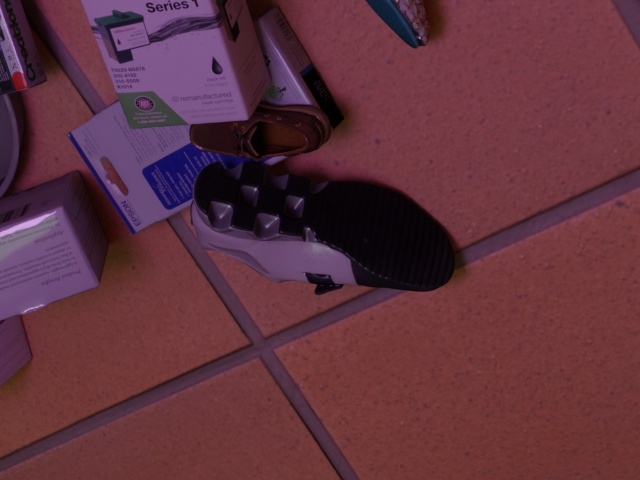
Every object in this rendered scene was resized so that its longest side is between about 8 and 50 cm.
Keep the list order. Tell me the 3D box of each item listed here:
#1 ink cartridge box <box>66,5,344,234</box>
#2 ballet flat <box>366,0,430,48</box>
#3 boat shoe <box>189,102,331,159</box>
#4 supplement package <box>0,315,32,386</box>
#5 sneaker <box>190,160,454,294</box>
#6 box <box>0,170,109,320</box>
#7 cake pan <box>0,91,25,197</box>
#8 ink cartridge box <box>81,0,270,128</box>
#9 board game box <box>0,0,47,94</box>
[{"bbox_3d":[-0.148,-0.144,1.591,0.333,0.065,0.165,-24,105,29],"label":"ink cartridge box"},{"bbox_3d":[0.050,-0.319,1.411,0.241,0.091,0.077,43,87,-11],"label":"ballet flat"},{"bbox_3d":[-0.079,-0.127,1.498,0.178,0.060,0.064,1,115,22],"label":"boat shoe"},{"bbox_3d":[-0.532,0.093,1.830,0.139,0.134,0.244,2,116,22],"label":"supplement package"},{"bbox_3d":[0.000,0.000,1.580,0.330,0.122,0.146,17,150,-1],"label":"sneaker"},{"bbox_3d":[-0.386,0.011,1.667,0.181,0.182,0.119,-19,108,1],"label":"box"},{"bbox_3d":[-0.526,-0.175,1.740,0.293,0.054,0.293,10,118,18],"label":"cake pan"},{"bbox_3d":[-0.168,-0.245,1.431,0.160,0.092,0.219,-3,127,21],"label":"ink cartridge box"},{"bbox_3d":[-0.479,-0.320,1.590,0.193,0.053,0.305,-10,106,24],"label":"board game box"}]
